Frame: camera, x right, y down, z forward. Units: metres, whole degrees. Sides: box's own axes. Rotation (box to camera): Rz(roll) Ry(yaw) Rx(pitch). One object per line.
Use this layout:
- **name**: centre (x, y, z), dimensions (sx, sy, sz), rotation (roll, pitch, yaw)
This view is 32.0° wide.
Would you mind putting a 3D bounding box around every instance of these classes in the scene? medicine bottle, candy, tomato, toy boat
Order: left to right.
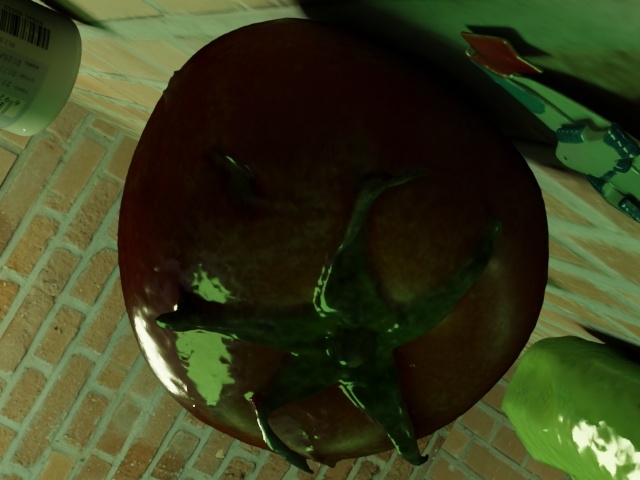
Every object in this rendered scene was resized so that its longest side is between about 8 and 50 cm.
- **medicine bottle**: centre (-0.281, -0.153, 0.827), dimensions (0.187, 0.102, 0.103), rotation (20, -175, -40)
- **tomato**: centre (0.000, 0.000, 0.422), dimensions (0.167, 0.167, 0.167), rotation (30, 178, 1)
- **candy**: centre (0.263, 0.167, 0.845), dimensions (0.142, 0.132, 0.343), rotation (14, -176, -21)
- **toy boat**: centre (0.109, -0.011, 0.323), dimensions (0.149, 0.034, 0.105), rotation (47, 172, -35)
